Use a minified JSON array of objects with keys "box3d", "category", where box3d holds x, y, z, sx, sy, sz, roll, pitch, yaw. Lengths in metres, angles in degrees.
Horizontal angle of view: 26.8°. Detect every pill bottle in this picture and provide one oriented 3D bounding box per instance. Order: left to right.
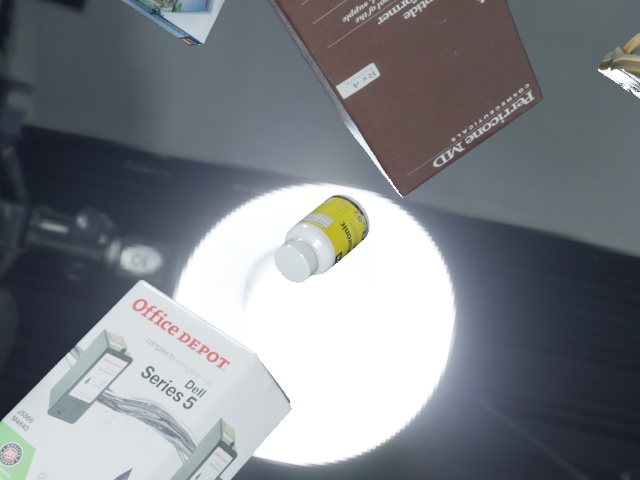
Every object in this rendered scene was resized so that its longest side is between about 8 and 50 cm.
[{"box3d":[0.000,0.000,1.503,0.116,0.065,0.065,-40,-31,-43],"category":"pill bottle"}]

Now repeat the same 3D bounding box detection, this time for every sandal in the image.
[{"box3d":[0.222,-0.108,0.855,0.049,0.072,0.180,-53,6,11],"category":"sandal"}]

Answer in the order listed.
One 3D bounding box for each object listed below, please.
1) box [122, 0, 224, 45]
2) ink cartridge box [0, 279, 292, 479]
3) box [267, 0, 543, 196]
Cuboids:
[{"box3d":[-0.173,-0.393,1.737,0.044,0.159,0.233,7,69,58],"category":"box"},{"box3d":[-0.195,0.200,1.379,0.273,0.198,0.115,-48,-39,-17],"category":"ink cartridge box"},{"box3d":[0.068,-0.219,1.297,0.143,0.191,0.381,56,-177,31],"category":"box"}]
